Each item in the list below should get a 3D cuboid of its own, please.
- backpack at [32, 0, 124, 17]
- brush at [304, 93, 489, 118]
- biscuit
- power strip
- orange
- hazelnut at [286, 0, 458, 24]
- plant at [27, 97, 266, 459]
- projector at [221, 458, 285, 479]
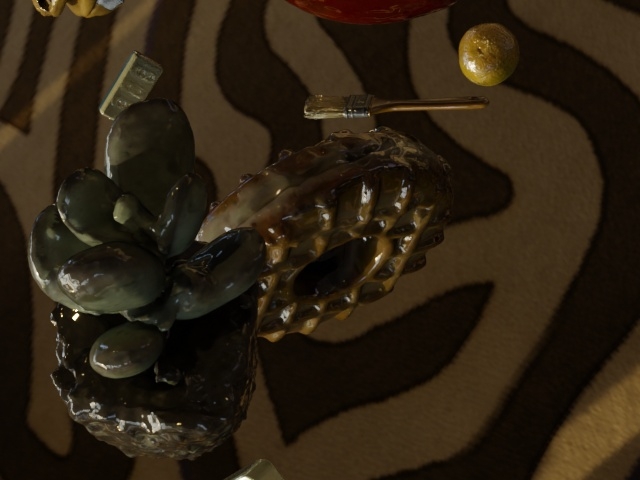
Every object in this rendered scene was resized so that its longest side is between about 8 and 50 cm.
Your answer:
[{"bbox_3d":[-0.414,-0.575,1.939,0.378,0.201,0.354,63,141,38],"label":"backpack"},{"bbox_3d":[0.070,-0.125,1.043,0.169,0.014,0.043,-1,27,10],"label":"brush"},{"bbox_3d":[0.000,0.000,1.309,0.332,0.332,0.103,-34,64,14],"label":"biscuit"},{"bbox_3d":[-0.319,-0.253,1.906,0.123,0.056,0.032,-56,30,9],"label":"power strip"},{"bbox_3d":[0.229,-0.252,1.539,0.085,0.095,0.085,1,93,22],"label":"orange"},{"bbox_3d":[0.026,-0.253,0.806,0.208,0.208,0.208,-11,65,26],"label":"hazelnut"},{"bbox_3d":[-0.108,0.043,0.736,0.149,0.275,0.146,-3,56,-3],"label":"plant"},{"bbox_3d":[-0.079,0.455,1.616,0.259,0.079,0.257,53,131,-1],"label":"projector"}]
